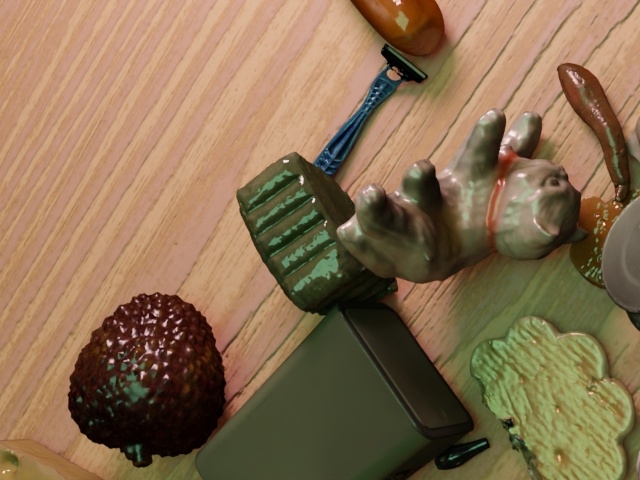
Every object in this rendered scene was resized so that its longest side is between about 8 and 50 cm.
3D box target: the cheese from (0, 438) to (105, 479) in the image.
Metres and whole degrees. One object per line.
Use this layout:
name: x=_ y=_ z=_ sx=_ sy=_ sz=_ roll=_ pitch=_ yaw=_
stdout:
cheese: x=-0.409 y=0.494 z=1.694 sx=0.384 sy=0.104 sz=0.384 roll=-5 pitch=80 yaw=28

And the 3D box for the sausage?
sausage: x=0.085 y=-0.384 z=1.568 sx=0.105 sy=0.105 sz=0.274 roll=-41 pitch=65 yaw=17

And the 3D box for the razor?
razor: x=0.053 y=-0.172 z=1.591 sx=0.082 sy=0.042 sz=0.253 roll=34 pitch=103 yaw=-14

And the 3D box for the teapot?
teapot: x=0.459 y=0.024 z=1.293 sx=0.239 sy=0.149 sz=0.162 roll=-66 pitch=26 yaw=4

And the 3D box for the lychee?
lychee: x=-0.258 y=0.207 z=1.593 sx=0.236 sy=0.236 sz=0.271 roll=-18 pitch=53 yaw=24

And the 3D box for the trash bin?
trash bin: x=0.010 y=0.277 z=1.474 sx=0.343 sy=0.158 sz=0.223 roll=-47 pitch=64 yaw=24

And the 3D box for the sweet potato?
sweet potato: x=0.373 y=-0.150 z=1.406 sx=0.050 sy=0.050 sz=0.214 roll=-29 pitch=66 yaw=21

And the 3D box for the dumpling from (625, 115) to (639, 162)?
dumpling: x=0.471 y=-0.139 z=1.328 sx=0.199 sy=0.118 sz=0.136 roll=-39 pitch=70 yaw=48

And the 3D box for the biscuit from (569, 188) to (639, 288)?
biscuit: x=0.388 y=-0.012 z=1.398 sx=0.140 sy=0.023 sz=0.118 roll=-44 pitch=62 yaw=15

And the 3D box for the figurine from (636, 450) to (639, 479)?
figurine: x=0.460 y=0.328 z=1.188 sx=0.253 sy=0.211 sz=0.361 roll=28 pitch=109 yaw=16

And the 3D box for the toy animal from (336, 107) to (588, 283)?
toy animal: x=0.191 y=-0.024 z=1.354 sx=0.266 sy=0.308 sz=0.188 roll=-45 pitch=70 yaw=23

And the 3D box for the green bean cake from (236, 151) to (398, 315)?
green bean cake: x=0.000 y=0.000 z=1.486 sx=0.125 sy=0.227 sz=0.222 roll=-37 pitch=72 yaw=16

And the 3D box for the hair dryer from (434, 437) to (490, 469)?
hair dryer: x=0.185 y=0.270 z=1.463 sx=0.079 sy=0.031 sz=0.083 roll=-28 pitch=62 yaw=10

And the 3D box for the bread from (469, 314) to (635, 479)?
bread: x=0.315 y=0.216 z=1.393 sx=0.182 sy=0.039 sz=0.251 roll=-35 pitch=68 yaw=18
